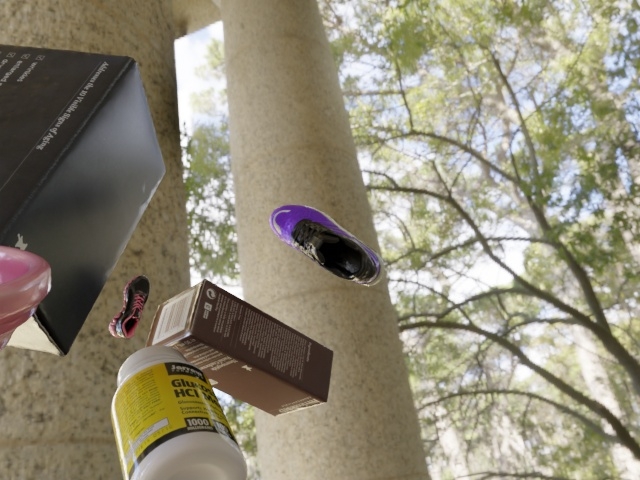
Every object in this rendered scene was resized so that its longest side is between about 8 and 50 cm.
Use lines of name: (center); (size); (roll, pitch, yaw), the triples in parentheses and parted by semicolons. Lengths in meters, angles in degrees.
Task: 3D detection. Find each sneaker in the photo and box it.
sneaker: (-0.331, 0.121, 1.078); (0.047, 0.120, 0.057); (26, -10, -38)
sneaker: (0.001, -0.001, 1.322); (0.102, 0.293, 0.146); (-63, -18, 7)

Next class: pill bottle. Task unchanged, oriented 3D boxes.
pill bottle: (-0.263, 0.328, 1.062); (0.187, 0.334, 0.188); (-10, -64, -23)

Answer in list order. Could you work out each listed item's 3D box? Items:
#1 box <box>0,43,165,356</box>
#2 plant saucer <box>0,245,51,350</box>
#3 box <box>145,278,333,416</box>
box: (-0.601, -0.102, 1.070); (0.471, 0.480, 0.298); (7, -41, 9)
plant saucer: (-0.429, 0.066, 0.557); (0.331, 0.084, 0.332); (3, 9, 0)
box: (-0.173, 0.252, 1.346); (0.381, 0.143, 0.191); (33, -43, -31)
